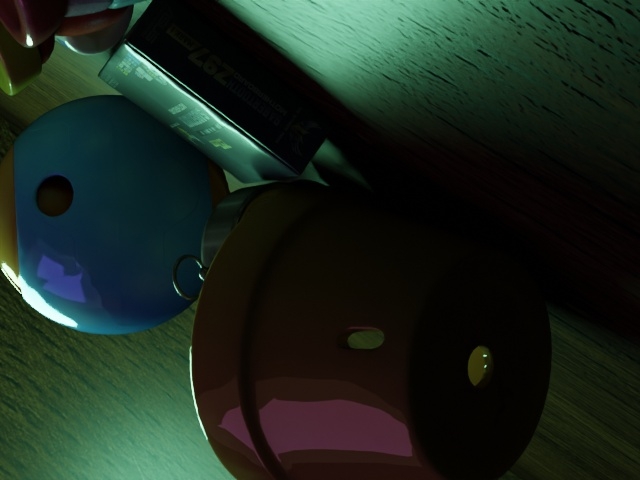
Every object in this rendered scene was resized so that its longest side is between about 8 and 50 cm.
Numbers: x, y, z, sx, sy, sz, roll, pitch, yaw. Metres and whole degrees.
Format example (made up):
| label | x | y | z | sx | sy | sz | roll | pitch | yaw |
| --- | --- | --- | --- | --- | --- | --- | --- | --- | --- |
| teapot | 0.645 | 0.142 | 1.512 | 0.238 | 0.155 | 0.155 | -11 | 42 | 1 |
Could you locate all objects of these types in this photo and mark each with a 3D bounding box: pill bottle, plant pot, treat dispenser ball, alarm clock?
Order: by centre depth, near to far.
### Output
| label | x | y | z | sx | sy | sz | roll | pitch | yaw |
| --- | --- | --- | --- | --- | --- | --- | --- | --- | --- |
| plant pot | 0.062 | 0.097 | 1.022 | 0.203 | 0.291 | 0.291 | 2 | 149 | 44 |
| pill bottle | -0.234 | -0.220 | 1.023 | 0.137 | 0.078 | 0.078 | 31 | 170 | 30 |
| alarm clock | -0.064 | 0.016 | 1.084 | 0.064 | 0.129 | 0.192 | -6 | -173 | 43 |
| treat dispenser ball | -0.250 | -0.030 | 1.418 | 0.288 | 0.288 | 0.288 | 35 | 172 | 6 |

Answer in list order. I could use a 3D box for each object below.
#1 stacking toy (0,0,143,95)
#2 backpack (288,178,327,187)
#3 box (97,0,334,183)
| label | x | y | z | sx | sy | sz | roll | pitch | yaw |
| --- | --- | --- | --- | --- | --- | --- | --- | --- | --- |
| stacking toy | -0.205 | -0.257 | 0.782 | 0.279 | 0.130 | 0.309 | 64 | 162 | -10 |
| backpack | 0.000 | 0.000 | 1.210 | 0.114 | 0.105 | 0.084 | 31 | 176 | 16 |
| box | -0.102 | -0.128 | 1.066 | 0.183 | 0.059 | 0.232 | 36 | 172 | -14 |
